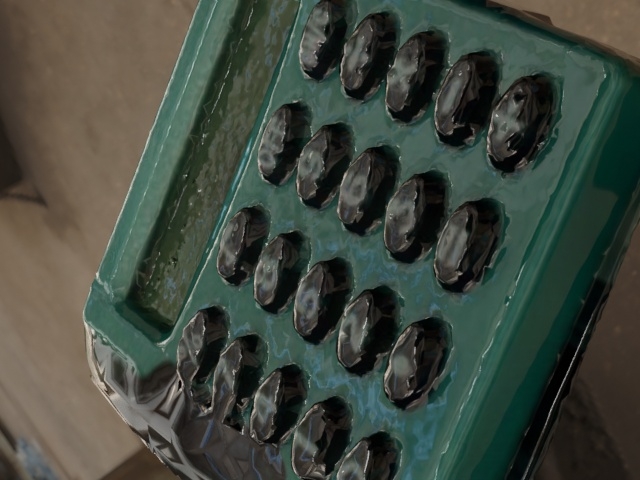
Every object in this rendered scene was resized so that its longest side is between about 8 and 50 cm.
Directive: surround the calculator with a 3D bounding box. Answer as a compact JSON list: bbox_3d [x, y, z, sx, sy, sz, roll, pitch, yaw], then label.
[{"bbox_3d":[0.000,0.000,0.533,0.274,0.058,0.248,33,105,44],"label":"calculator"}]
